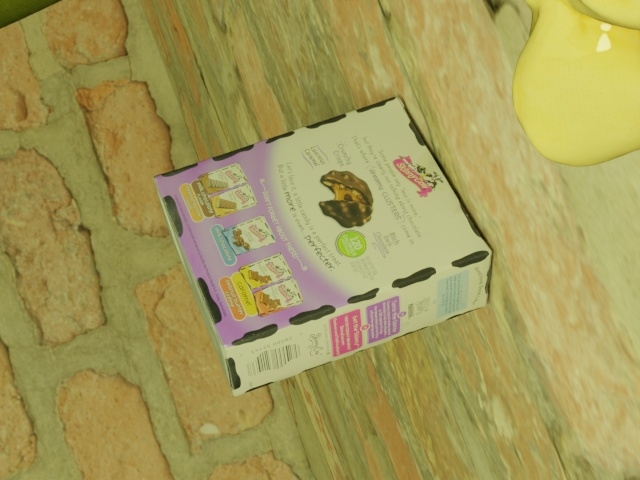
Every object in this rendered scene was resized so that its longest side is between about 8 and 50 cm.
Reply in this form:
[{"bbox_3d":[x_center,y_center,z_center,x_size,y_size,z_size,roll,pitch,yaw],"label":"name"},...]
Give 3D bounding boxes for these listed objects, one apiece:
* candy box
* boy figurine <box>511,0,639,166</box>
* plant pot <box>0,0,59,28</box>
[{"bbox_3d":[0.000,0.000,0.897,0.070,0.196,0.165,84,164,-52],"label":"candy box"},{"bbox_3d":[0.106,-0.139,0.409,0.177,0.092,0.285,-122,17,-51],"label":"boy figurine"},{"bbox_3d":[-0.218,-0.354,0.978,0.366,0.353,0.366,161,90,-79],"label":"plant pot"}]
